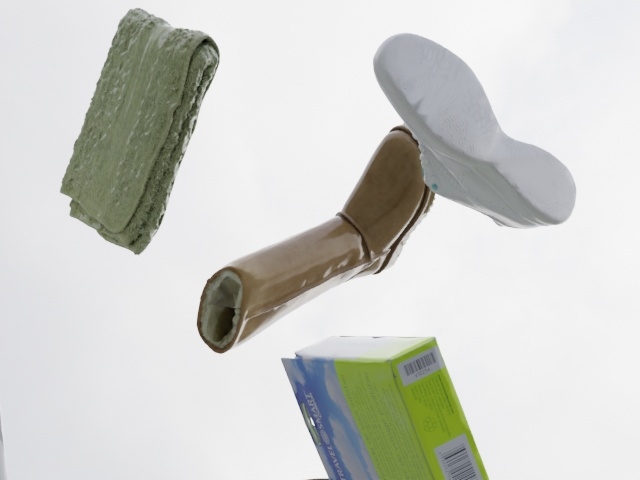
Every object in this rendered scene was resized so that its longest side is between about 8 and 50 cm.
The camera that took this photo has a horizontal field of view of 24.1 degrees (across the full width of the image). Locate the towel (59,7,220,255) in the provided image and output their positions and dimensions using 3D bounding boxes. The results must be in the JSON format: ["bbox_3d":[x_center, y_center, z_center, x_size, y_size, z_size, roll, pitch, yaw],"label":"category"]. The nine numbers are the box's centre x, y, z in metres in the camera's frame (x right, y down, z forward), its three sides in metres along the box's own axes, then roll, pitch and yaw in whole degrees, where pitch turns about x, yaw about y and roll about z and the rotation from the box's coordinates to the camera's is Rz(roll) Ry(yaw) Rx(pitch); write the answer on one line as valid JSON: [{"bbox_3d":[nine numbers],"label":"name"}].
[{"bbox_3d":[-0.117,-0.071,0.960,0.027,0.148,0.110,13,10,-40],"label":"towel"}]

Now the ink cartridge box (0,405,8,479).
[{"bbox_3d":[-0.330,-0.003,0.906,0.285,0.166,0.395,16,-68,52],"label":"ink cartridge box"}]

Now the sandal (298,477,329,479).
[{"bbox_3d":[0.057,0.264,1.502,0.219,0.060,0.090,-5,-13,10],"label":"sandal"}]

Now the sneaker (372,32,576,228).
[{"bbox_3d":[0.104,-0.075,1.199,0.212,0.080,0.094,42,-33,-22],"label":"sneaker"}]

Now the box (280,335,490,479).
[{"bbox_3d":[0.040,0.120,1.007,0.178,0.042,0.109,-7,-74,67],"label":"box"}]

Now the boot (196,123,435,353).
[{"bbox_3d":[0.000,0.000,1.699,0.089,0.269,0.236,42,-44,28],"label":"boot"}]
